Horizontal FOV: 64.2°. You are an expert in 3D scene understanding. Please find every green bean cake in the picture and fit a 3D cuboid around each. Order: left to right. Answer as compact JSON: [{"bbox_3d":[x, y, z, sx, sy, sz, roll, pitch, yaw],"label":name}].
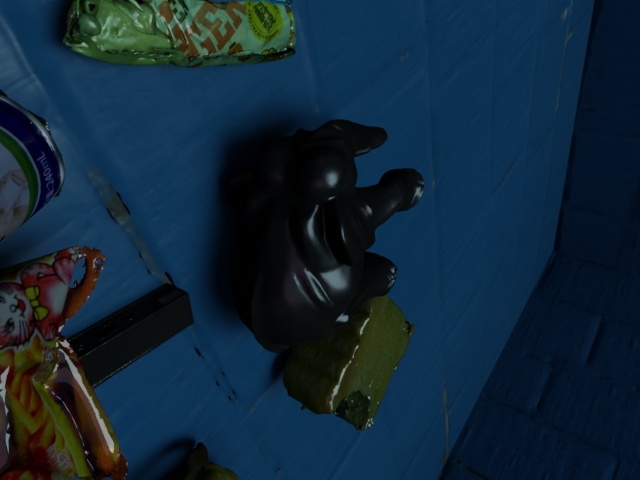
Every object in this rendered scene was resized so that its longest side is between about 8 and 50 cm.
[{"bbox_3d":[0.048,0.203,0.904,0.233,0.124,0.236,-63,147,-15],"label":"green bean cake"}]

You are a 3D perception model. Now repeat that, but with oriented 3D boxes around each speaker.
[{"bbox_3d":[-0.219,0.109,0.527,0.191,0.040,0.046,-33,132,-44],"label":"speaker"}]

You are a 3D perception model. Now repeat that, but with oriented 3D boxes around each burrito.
[{"bbox_3d":[-0.114,-0.224,0.497,0.288,0.054,0.104,-27,128,-48],"label":"burrito"}]

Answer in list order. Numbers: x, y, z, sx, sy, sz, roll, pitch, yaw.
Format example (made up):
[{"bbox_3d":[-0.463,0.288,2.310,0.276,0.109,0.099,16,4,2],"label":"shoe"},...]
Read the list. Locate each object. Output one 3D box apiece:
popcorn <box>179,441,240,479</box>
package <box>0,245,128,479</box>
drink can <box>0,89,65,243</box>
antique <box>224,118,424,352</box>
[{"bbox_3d":[-0.128,0.449,0.623,0.349,0.349,0.382,15,56,-58],"label":"popcorn"},{"bbox_3d":[-0.290,0.129,0.358,0.288,0.108,0.223,-10,100,-38],"label":"package"},{"bbox_3d":[-0.256,0.001,0.289,0.235,0.097,0.097,-68,156,-50],"label":"drink can"},{"bbox_3d":[0.000,0.000,0.670,0.255,0.185,0.322,-4,113,-57],"label":"antique"}]
